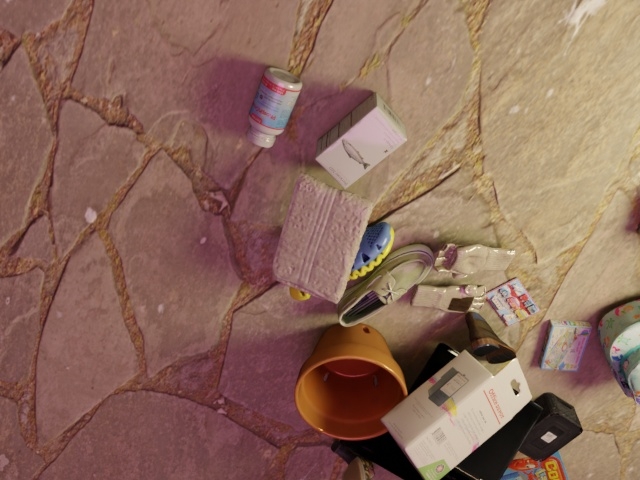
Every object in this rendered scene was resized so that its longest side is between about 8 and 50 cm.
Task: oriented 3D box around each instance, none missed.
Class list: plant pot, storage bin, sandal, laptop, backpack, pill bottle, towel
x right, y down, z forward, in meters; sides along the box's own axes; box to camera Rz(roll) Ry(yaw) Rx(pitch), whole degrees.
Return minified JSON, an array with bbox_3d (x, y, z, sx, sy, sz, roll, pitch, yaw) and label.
[{"bbox_3d":[0.082,0.356,1.618,0.290,0.204,0.291,2,121,3],"label":"plant pot"},{"bbox_3d":[0.647,0.542,1.750,0.122,0.084,0.180,32,118,-13],"label":"storage bin"},{"bbox_3d":[0.031,0.032,1.486,0.317,0.126,0.138,-27,110,17],"label":"sandal"},{"bbox_3d":[0.341,0.539,1.747,0.381,0.236,0.408,34,143,-12],"label":"laptop"},{"bbox_3d":[0.838,0.278,1.531,0.225,0.191,0.254,-24,110,18],"label":"backpack"},{"bbox_3d":[-0.107,-0.289,1.326,0.087,0.087,0.160,21,119,-8],"label":"pill bottle"},{"bbox_3d":[0.000,0.000,1.399,0.187,0.049,0.283,22,116,7],"label":"towel"}]

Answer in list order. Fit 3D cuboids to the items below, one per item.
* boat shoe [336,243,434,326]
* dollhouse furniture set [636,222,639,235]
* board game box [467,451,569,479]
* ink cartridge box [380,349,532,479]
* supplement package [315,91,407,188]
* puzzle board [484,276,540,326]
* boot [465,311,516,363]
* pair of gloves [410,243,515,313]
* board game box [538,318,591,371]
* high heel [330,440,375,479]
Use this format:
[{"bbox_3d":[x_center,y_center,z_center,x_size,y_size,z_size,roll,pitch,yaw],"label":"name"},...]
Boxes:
[{"bbox_3d":[0.166,0.125,1.540,0.302,0.094,0.109,-39,110,23],"label":"boat shoe"},{"bbox_3d":[0.826,-0.023,1.350,0.129,0.184,0.129,5,120,2],"label":"dollhouse furniture set"},{"bbox_3d":[0.595,0.792,1.770,0.301,0.308,0.086,-18,116,14],"label":"board game box"},{"bbox_3d":[0.350,0.427,1.533,0.353,0.119,0.207,-37,127,-7],"label":"ink cartridge box"},{"bbox_3d":[0.088,-0.221,1.340,0.179,0.105,0.105,-38,113,23],"label":"supplement package"},{"bbox_3d":[0.504,0.164,1.584,0.096,0.011,0.128,-32,112,20],"label":"puzzle board"},{"bbox_3d":[0.455,0.261,1.613,0.082,0.106,0.219,-29,144,24],"label":"boot"},{"bbox_3d":[0.355,0.099,1.508,0.204,0.042,0.240,8,131,-19],"label":"pair of gloves"},{"bbox_3d":[0.658,0.285,1.633,0.103,0.026,0.154,4,120,2],"label":"board game box"},{"bbox_3d":[0.140,0.717,1.798,0.093,0.261,0.186,-46,114,1],"label":"high heel"}]
